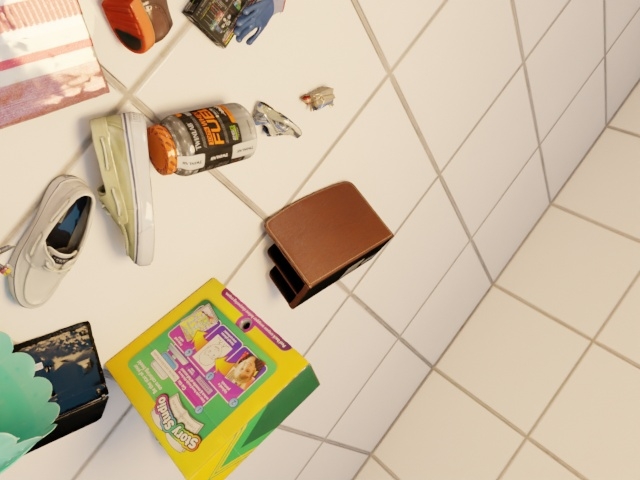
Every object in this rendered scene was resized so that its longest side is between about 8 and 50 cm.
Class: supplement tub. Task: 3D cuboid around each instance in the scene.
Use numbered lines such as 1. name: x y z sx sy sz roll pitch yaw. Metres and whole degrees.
1. supplement tub: -0.227 -0.192 0.998 0.190 0.117 0.117 -25 132 -36

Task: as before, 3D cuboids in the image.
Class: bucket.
1. bucket: -0.584 0.264 0.814 0.183 0.281 0.281 -42 141 -6

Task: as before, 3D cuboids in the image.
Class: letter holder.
1. letter holder: 0.000 0.000 1.380 0.301 0.214 0.152 -30 167 -31

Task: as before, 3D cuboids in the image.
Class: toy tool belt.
1. toy tool belt: -0.003 -0.319 1.205 0.083 0.052 0.051 -32 128 -27

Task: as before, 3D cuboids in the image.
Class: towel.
1. towel: -0.460 -0.325 0.719 0.237 0.037 0.329 -30 133 -28

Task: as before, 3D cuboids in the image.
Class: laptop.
1. laptop: -0.577 0.319 1.067 0.234 0.136 0.265 -19 103 -39

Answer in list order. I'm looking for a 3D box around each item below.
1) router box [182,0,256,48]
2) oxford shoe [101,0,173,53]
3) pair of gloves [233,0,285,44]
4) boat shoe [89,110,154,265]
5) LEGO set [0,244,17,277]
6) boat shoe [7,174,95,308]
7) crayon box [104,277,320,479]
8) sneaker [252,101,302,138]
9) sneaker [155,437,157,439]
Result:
1. router box: -0.179 -0.429 0.945 0.123 0.038 0.092 -56 143 0
2. oxford shoe: -0.298 -0.432 0.788 0.098 0.096 0.272 -52 153 -35
3. pair of gloves: -0.104 -0.453 0.946 0.159 0.023 0.198 -50 170 -36
4. boat shoe: -0.360 -0.089 0.960 0.094 0.109 0.303 -5 118 -18
5. LEGO set: -0.605 0.020 0.675 0.331 0.192 0.255 -35 137 -26
6. boat shoe: -0.467 0.015 0.909 0.095 0.084 0.258 8 109 -50
7. crayon box: -0.239 0.291 1.127 0.313 0.362 0.106 -41 140 -19
8. sneaker: -0.099 -0.255 1.156 0.135 0.052 0.058 24 107 -45
9. sneaker: -0.331 0.431 1.305 0.134 0.146 0.344 -17 128 -40
